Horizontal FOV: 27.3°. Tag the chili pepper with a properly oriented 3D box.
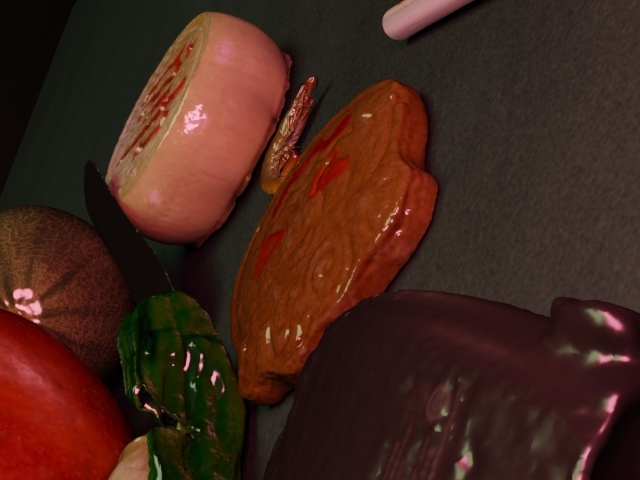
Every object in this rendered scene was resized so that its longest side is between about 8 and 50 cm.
[{"bbox_3d":[-0.111,0.144,1.088,0.083,0.099,0.253,-62,28,28],"label":"chili pepper"}]

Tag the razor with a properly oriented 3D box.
[{"bbox_3d":[0.066,0.116,0.672,0.327,0.107,0.189,-4,63,67],"label":"razor"}]

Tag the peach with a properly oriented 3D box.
[{"bbox_3d":[-0.375,0.234,1.250,0.339,0.416,0.353,-76,-8,-75],"label":"peach"}]

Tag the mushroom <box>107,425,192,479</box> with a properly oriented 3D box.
[{"bbox_3d":[-0.138,0.269,1.046,0.100,0.081,0.312,-55,23,26],"label":"mushroom"}]

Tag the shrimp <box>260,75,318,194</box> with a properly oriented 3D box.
[{"bbox_3d":[-0.025,-0.103,1.290,0.127,0.025,0.091,-69,20,1],"label":"shrimp"}]

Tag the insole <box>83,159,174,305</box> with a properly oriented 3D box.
[{"bbox_3d":[-0.197,0.025,1.395,0.322,0.007,0.109,53,144,42],"label":"insole"}]

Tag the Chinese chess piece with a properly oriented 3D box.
[{"bbox_3d":[-0.140,-0.125,1.488,0.270,0.112,0.270,-50,23,32],"label":"Chinese chess piece"}]

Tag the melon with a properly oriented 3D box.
[{"bbox_3d":[-0.331,0.077,1.522,0.237,0.237,0.301,-65,9,0],"label":"melon"}]

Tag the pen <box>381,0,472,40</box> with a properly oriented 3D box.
[{"bbox_3d":[0.119,-0.204,1.037,0.269,0.033,0.033,-16,52,66],"label":"pen"}]

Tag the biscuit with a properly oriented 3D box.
[{"bbox_3d":[-0.002,-0.001,1.079,0.273,0.049,0.257,-54,22,31],"label":"biscuit"}]
